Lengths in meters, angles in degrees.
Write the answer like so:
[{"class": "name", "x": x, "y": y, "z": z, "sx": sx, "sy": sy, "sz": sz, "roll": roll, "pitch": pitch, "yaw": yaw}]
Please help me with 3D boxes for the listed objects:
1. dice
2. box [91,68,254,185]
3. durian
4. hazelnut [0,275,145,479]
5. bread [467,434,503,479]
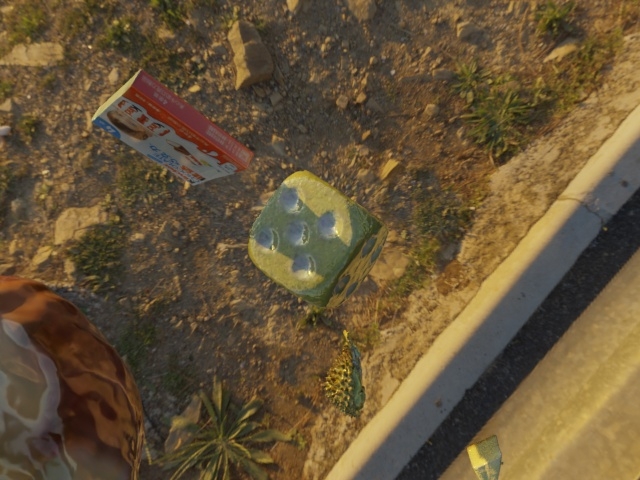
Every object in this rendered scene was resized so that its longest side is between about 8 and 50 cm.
[{"class": "dice", "x": 0.000, "y": 0.000, "z": 0.997, "sx": 0.227, "sy": 0.238, "sz": 0.233, "roll": 35, "pitch": 97, "yaw": 19}, {"class": "box", "x": -0.323, "y": -0.223, "z": 0.966, "sx": 0.273, "sy": 0.265, "sz": 0.048, "roll": 33, "pitch": 67, "yaw": -34}, {"class": "durian", "x": 0.057, "y": 0.321, "z": 1.076, "sx": 0.102, "sy": 0.146, "sz": 0.208, "roll": -3, "pitch": 75, "yaw": 8}, {"class": "hazelnut", "x": -0.251, "y": 0.137, "z": 0.297, "sx": 0.261, "sy": 0.261, "sz": 0.241, "roll": 36, "pitch": 132, "yaw": 0}, {"class": "bread", "x": 0.402, "y": 0.531, "z": 1.031, "sx": 0.080, "sy": 0.084, "sz": 0.109, "roll": -30, "pitch": 94, "yaw": 14}]
